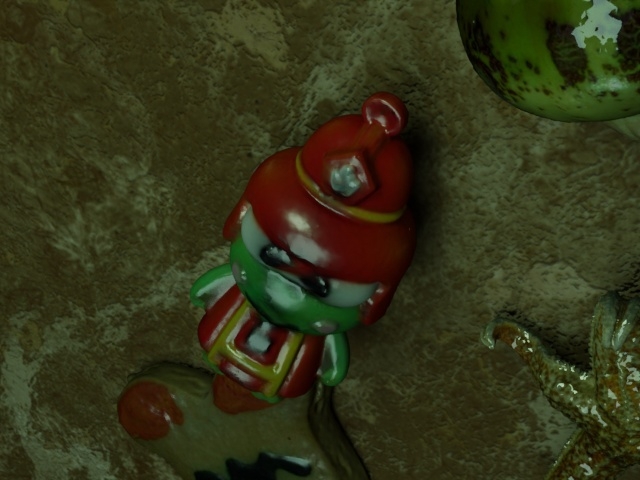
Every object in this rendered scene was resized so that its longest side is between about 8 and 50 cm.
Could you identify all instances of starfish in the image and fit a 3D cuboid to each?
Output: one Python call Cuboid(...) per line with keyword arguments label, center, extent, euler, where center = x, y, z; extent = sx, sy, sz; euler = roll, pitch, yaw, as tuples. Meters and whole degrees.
Cuboid(label="starfish", center=(0.283, 0.177, 1.272), extent=(0.312, 0.113, 0.303), euler=(35, 131, 4))

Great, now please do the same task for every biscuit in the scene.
Cuboid(label="biscuit", center=(-0.040, 0.298, 1.574), extent=(0.368, 0.076, 0.394), euler=(-19, 108, 40))

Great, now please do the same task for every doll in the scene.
Cuboid(label="doll", center=(0.000, 0.001, 1.294), extent=(0.182, 0.160, 0.363), euler=(34, 129, 7))

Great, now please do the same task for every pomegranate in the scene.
Cuboid(label="pomegranate", center=(0.224, -0.156, 1.016), extent=(0.222, 0.204, 0.277), euler=(14, 126, 48))
